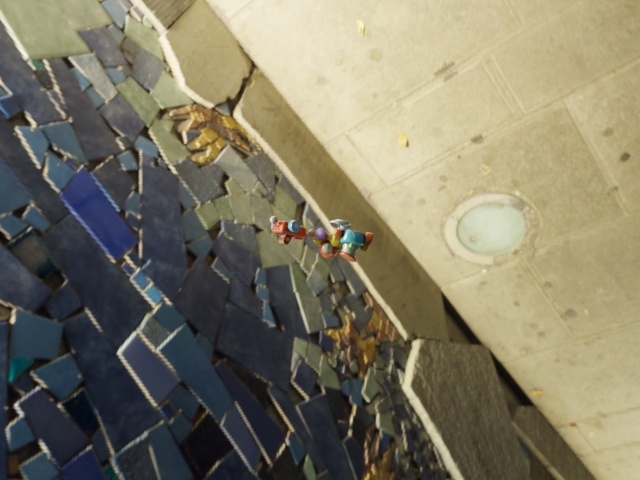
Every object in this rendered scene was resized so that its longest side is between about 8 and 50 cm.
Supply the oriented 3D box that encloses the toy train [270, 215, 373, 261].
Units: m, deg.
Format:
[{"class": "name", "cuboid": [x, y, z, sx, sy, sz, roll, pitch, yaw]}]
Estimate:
[{"class": "toy train", "cuboid": [0.000, 0.000, 0.924, 0.125, 0.046, 0.166, 20, 168, -41]}]
